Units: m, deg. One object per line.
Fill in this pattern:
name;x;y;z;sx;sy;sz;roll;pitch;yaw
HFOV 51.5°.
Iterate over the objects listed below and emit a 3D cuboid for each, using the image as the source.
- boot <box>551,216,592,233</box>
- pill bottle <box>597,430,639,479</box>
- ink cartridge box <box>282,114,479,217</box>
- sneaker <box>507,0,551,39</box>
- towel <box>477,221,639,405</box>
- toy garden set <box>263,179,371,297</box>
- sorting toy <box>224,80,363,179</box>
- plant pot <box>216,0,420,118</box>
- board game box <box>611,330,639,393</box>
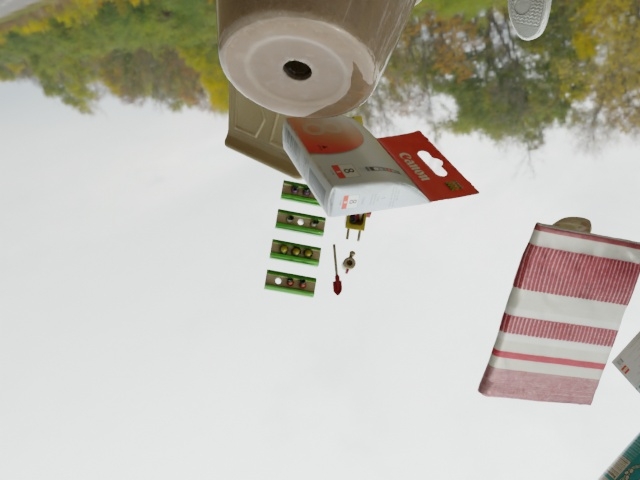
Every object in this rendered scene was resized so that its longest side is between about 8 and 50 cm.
boot;0.626;0.086;1.706;0.104;0.211;0.295;8;-146;33
pill bottle;0.677;0.498;1.368;0.264;0.146;0.146;-49;-153;1
ink cartridge box;0.065;-0.091;0.719;0.179;0.045;0.145;-11;-139;-18
sneaker;0.459;-0.533;1.351;0.151;0.256;0.094;-5;-176;-41
towel;0.431;0.140;1.189;0.236;0.329;0.037;9;-164;-17
toy garden set;0.000;0.000;1.421;0.203;0.245;0.049;10;167;-6
sorting toy;-0.040;-0.218;1.040;0.307;0.229;0.041;28;-150;37
plant pot;-0.001;-0.254;0.651;0.262;0.263;0.229;-4;-118;25
board game box;0.850;0.250;1.548;0.053;0.305;0.193;9;-146;-34
